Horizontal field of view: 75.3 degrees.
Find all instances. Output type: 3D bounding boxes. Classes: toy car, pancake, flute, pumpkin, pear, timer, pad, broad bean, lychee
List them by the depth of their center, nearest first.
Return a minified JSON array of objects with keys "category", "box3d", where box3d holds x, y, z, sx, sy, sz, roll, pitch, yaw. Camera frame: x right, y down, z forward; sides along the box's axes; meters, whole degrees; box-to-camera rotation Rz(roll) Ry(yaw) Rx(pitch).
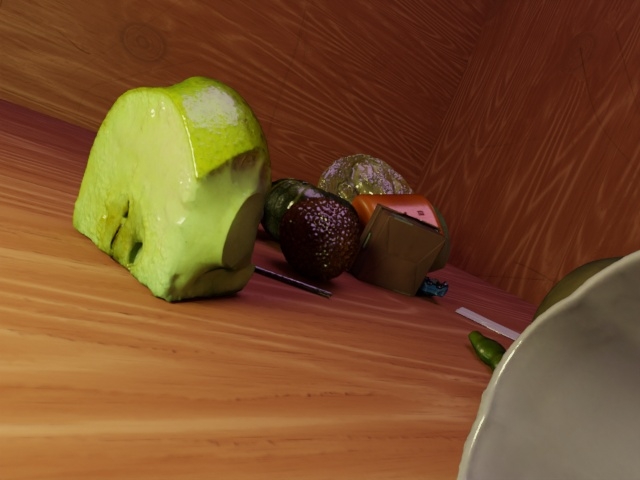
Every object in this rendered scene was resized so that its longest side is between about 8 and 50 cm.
[{"category":"pear","box3d":[-0.189,-0.087,0.591,0.286,0.282,0.176,27,17,31]},{"category":"broad bean","box3d":[0.331,0.226,0.753,0.060,0.043,0.297,12,8,2]},{"category":"flute","box3d":[-0.102,0.062,0.797,0.269,0.014,0.014,21,7,-8]},{"category":"lychee","box3d":[-0.004,-0.002,0.922,0.194,0.195,0.194,21,7,-3]},{"category":"pumpkin","box3d":[-0.032,-0.064,1.214,0.320,0.192,0.320,26,5,-2]},{"category":"pad","box3d":[0.520,0.256,1.240,0.231,0.004,0.156,25,8,26]},{"category":"toy car","box3d":[0.333,0.140,1.316,0.103,0.063,0.216,21,-1,3]},{"category":"timer","box3d":[0.247,-0.050,1.341,0.257,0.250,0.161,-2,-31,-14]},{"category":"pancake","box3d":[0.170,-0.135,1.449,0.386,0.387,0.082,21,-26,-5]}]

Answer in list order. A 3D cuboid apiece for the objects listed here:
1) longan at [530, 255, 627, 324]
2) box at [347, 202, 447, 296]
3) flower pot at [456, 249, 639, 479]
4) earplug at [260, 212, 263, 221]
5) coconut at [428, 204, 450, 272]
[{"category":"longan","box3d":[0.442,0.178,0.561,0.349,0.289,0.288,28,5,-18]},{"category":"box","box3d":[0.216,0.031,1.167,0.215,0.215,0.086,19,17,-23]},{"category":"flower pot","box3d":[0.249,0.172,0.229,0.243,0.265,0.265,36,7,0]},{"category":"earplug","box3d":[-0.241,-0.091,1.010,0.172,0.173,0.301,25,2,25]},{"category":"coconut","box3d":[0.359,-0.005,1.620,0.328,0.281,0.328,26,-17,9]}]
